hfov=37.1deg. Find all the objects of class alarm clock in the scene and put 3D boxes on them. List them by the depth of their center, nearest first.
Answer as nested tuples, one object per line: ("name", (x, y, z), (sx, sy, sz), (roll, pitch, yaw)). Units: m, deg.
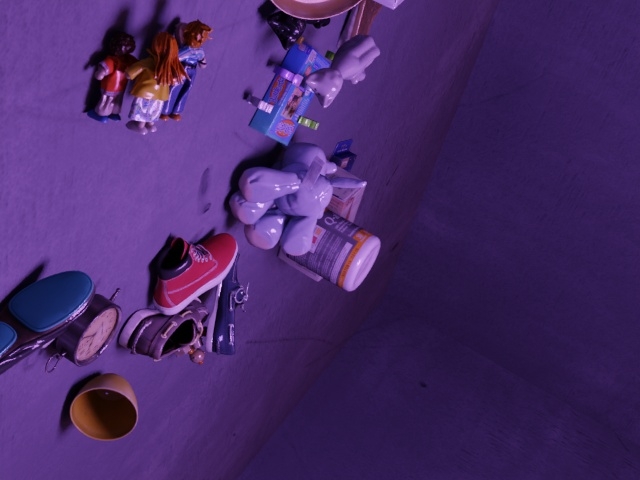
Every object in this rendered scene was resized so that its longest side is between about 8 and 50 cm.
("alarm clock", (-0.432, 0.170, 1.717), (0.192, 0.064, 0.129), (-50, 163, -44))

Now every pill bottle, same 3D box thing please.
("pill bottle", (0.000, 0.000, 2.451), (0.162, 0.278, 0.162), (-55, 166, -21))

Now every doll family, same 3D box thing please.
("doll family", (-0.229, -0.257, 1.458), (0.263, 0.118, 0.163), (-35, 151, -60))

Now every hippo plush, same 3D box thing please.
("hippo plush", (-0.077, -0.141, 2.176), (0.294, 0.234, 0.236), (-52, -157, 31))

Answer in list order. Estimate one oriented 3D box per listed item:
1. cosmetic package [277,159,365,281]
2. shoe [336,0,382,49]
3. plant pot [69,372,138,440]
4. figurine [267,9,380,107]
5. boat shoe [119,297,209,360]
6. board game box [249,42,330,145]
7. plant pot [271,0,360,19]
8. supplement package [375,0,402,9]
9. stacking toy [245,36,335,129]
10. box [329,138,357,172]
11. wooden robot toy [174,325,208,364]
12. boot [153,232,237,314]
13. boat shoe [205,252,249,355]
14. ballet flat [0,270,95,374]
("cosmetic package", (0.000, -0.055, 2.616), (0.129, 0.153, 0.296), (-43, 157, -46))
("shoe", (0.095, -0.530, 2.210), (0.077, 0.058, 0.219), (-3, 120, -50))
("plant pot", (-0.432, 0.323, 1.937), (0.095, 0.134, 0.134), (-93, -157, -61))
("figurine", (0.002, -0.379, 1.854), (0.092, 0.215, 0.209), (-23, -163, 40))
("boat shoe", (-0.319, 0.195, 2.095), (0.116, 0.097, 0.324), (-63, 166, 11))
("board game box", (-0.064, -0.317, 2.071), (0.210, 0.047, 0.160), (-62, 166, 4))
("plant pot", (0.003, -0.506, 1.709), (0.236, 0.032, 0.236), (-13, 137, -12))
("supplement package", (0.110, -0.607, 1.778), (0.145, 0.204, 0.261), (-49, 163, -45))
("stacking toy", (-0.040, -0.327, 1.964), (0.221, 0.052, 0.167), (15, 104, -51))
("box", (0.040, -0.180, 2.745), (0.225, 0.037, 0.136), (-67, 165, 19))
("wooden robot toy", (-0.291, 0.254, 2.252), (0.076, 0.079, 0.173), (-24, -177, 7))
("boot", (-0.257, 0.028, 2.015), (0.244, 0.088, 0.176), (-45, 158, -37))
("boat shoe", (-0.213, 0.145, 2.251), (0.095, 0.079, 0.254), (99, -1, -68))
("ballet flat", (-0.474, 0.144, 1.487), (0.280, 0.095, 0.096), (-37, 164, -36))
